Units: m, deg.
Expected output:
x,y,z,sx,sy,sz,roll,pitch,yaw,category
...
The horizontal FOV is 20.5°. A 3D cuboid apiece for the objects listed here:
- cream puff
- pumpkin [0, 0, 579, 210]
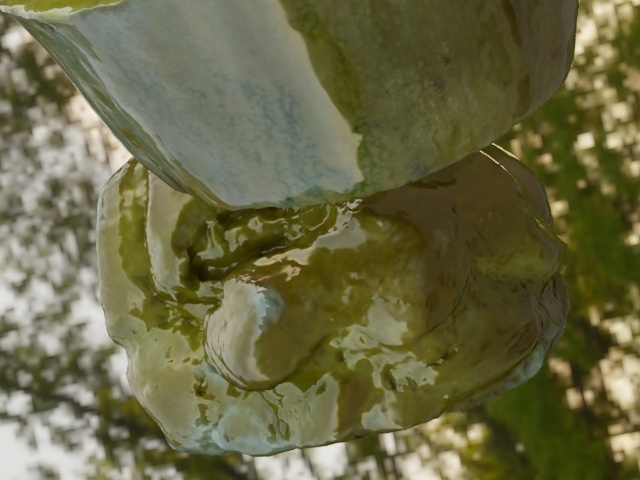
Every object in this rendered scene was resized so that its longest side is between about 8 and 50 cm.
x,y,z,sx,sy,sz,roll,pitch,yaw,category
0.000,0.000,1.340,0.378,0.378,0.275,-35,-70,-74,cream puff
0.003,-0.150,1.031,0.199,0.332,0.332,59,-159,-24,pumpkin
